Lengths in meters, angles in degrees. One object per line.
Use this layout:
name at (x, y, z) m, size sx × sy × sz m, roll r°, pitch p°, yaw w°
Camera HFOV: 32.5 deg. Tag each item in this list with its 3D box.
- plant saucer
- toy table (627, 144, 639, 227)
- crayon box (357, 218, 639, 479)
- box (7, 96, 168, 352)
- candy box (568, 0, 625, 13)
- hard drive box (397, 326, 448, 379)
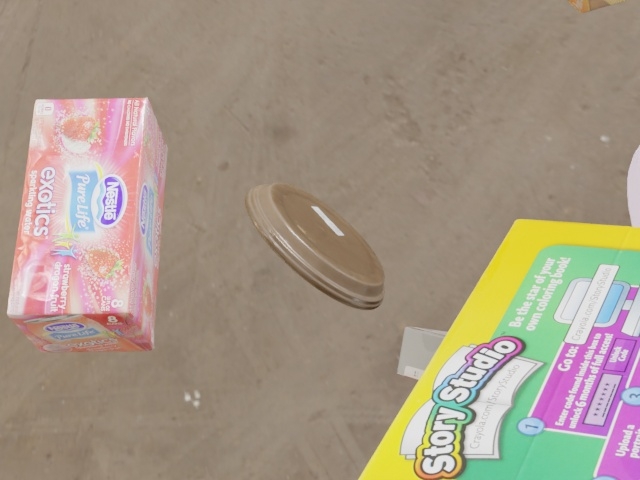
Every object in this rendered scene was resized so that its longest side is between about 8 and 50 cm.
plant saucer at (0.000, 0.000, 1.742) m, size 0.278 × 0.278 × 0.041 m, roll 33°, pitch 109°, yaw -21°
toy table at (0.421, -0.005, 1.030) m, size 0.161 × 0.252 × 0.274 m, roll -29°, pitch 102°, yaw -29°
crayon box at (0.232, 0.124, 0.751) m, size 0.313 × 0.363 × 0.106 m, roll 4°, pitch 122°, yaw 28°
box at (-0.286, -0.019, 1.392) m, size 0.154 × 0.142 × 0.300 m, roll 0°, pitch 66°, yaw 4°
candy box at (0.384, -0.434, 1.615) m, size 0.183 × 0.316 × 0.087 m, roll 42°, pitch 96°, yaw -6°
hard drive box at (0.283, 0.217, 1.929) m, size 0.232 × 0.181 × 0.089 m, roll 11°, pitch 88°, yaw -32°
